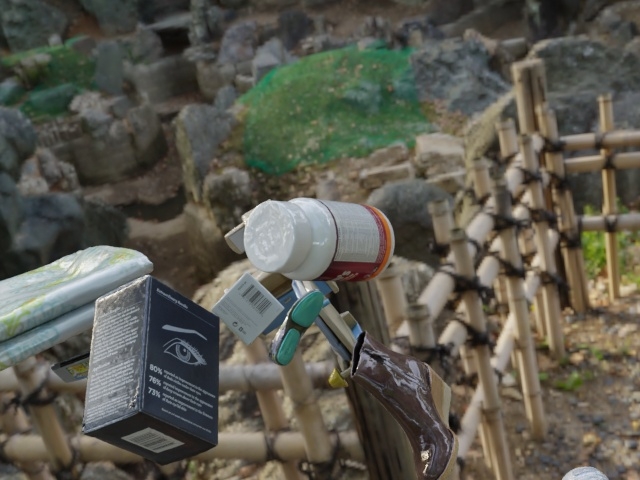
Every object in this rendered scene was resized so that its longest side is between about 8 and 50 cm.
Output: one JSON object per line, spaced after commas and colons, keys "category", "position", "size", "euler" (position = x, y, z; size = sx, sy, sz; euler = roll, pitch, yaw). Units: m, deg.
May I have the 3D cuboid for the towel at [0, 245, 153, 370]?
{"category": "towel", "position": [-0.477, 0.110, 1.443], "size": [0.375, 0.090, 0.320], "euler": [-26, 14, -26]}

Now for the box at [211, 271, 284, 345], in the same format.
{"category": "box", "position": [-0.138, 0.130, 1.685], "size": [0.102, 0.101, 0.087], "euler": [-46, 1, -7]}

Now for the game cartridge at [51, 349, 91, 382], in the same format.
{"category": "game cartridge", "position": [-0.393, 0.208, 1.469], "size": [0.083, 0.056, 0.017], "euler": [-21, 58, 2]}

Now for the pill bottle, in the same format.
{"category": "pill bottle", "position": [0.000, 0.000, 1.309], "size": [0.121, 0.121, 0.221], "euler": [10, 4, 41]}

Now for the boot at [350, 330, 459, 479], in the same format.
{"category": "boot", "position": [0.131, 0.286, 1.511], "size": [0.090, 0.207, 0.248], "euler": [-46, 20, 33]}

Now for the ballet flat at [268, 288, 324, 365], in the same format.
{"category": "ballet flat", "position": [-0.037, 0.113, 1.192], "size": [0.041, 0.041, 0.114], "euler": [15, 70, 46]}

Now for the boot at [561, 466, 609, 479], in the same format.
{"category": "boot", "position": [0.380, 0.453, 1.256], "size": [0.095, 0.258, 0.123], "euler": [-9, 30, 0]}

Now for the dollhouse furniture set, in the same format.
{"category": "dollhouse furniture set", "position": [-0.072, 0.137, 1.738], "size": [0.198, 0.286, 0.303], "euler": [-35, 34, 5]}

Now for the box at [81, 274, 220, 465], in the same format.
{"category": "box", "position": [-0.225, 0.178, 1.217], "size": [0.108, 0.153, 0.207], "euler": [-24, 49, 26]}
